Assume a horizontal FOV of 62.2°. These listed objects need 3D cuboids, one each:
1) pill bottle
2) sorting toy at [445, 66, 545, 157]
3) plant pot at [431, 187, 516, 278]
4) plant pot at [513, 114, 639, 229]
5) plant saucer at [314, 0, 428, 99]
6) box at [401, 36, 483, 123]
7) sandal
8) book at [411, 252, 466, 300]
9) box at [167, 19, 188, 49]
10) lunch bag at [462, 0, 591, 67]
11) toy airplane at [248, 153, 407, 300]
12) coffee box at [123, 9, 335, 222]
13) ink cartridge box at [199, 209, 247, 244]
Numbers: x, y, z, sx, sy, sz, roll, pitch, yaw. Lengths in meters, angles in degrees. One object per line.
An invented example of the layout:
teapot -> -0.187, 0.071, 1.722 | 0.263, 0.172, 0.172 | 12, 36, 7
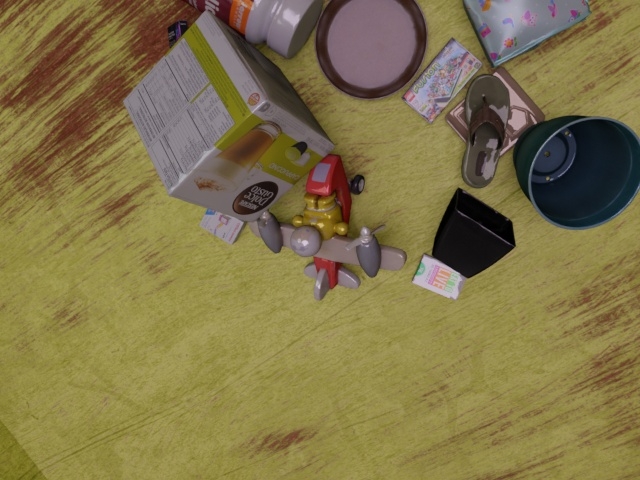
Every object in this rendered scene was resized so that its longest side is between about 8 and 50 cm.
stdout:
pill bottle -> -0.204, -0.665, 1.403 | 0.392, 0.224, 0.224 | 32, 107, 1
sorting toy -> 0.482, -0.341, 1.472 | 0.208, 0.038, 0.193 | -42, 94, 12
plant pot -> 0.415, -0.009, 1.496 | 0.188, 0.187, 0.167 | 33, 118, 0
plant pot -> 0.622, -0.195, 1.356 | 0.271, 0.255, 0.272 | 0, 111, 0
plant saucer -> 0.139, -0.548, 1.467 | 0.310, 0.050, 0.311 | 2, 104, 9
box -> 0.333, -0.439, 1.468 | 0.114, 0.036, 0.207 | 40, 107, -2
sandal -> 0.447, -0.289, 1.421 | 0.120, 0.086, 0.303 | 2, 101, 6
book -> 0.362, 0.109, 1.607 | 0.144, 0.035, 0.096 | 22, 103, 5
box -> -0.404, -0.541, 1.530 | 0.029, 0.116, 0.162 | -13, 107, -29
lunch bag -> 0.514, -0.597, 1.337 | 0.262, 0.160, 0.224 | -26, 98, 20
toy airplane -> 0.000, 0.000, 1.509 | 0.386, 0.272, 0.384 | -38, 86, 32
coffee box -> -0.234, -0.298, 1.379 | 0.334, 0.337, 0.338 | -40, 64, 17
ink cartridge box -> -0.302, -0.056, 1.661 | 0.122, 0.052, 0.089 | 31, 106, 0
